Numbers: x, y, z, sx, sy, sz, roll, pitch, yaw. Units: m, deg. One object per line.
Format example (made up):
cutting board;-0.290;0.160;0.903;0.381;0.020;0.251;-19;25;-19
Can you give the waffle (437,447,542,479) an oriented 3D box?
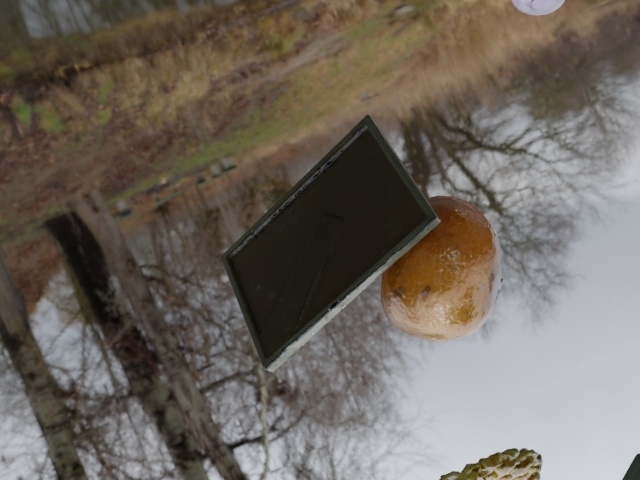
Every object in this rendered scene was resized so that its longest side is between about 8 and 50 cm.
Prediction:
waffle;0.333;0.509;1.662;0.262;0.280;0.060;-18;-129;2

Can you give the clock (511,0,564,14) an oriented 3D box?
clock;0.326;-0.462;1.050;0.296;0.113;0.322;-23;147;30

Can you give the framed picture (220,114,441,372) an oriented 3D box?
framed picture;0.000;0.000;1.197;0.335;0.247;0.022;-44;135;17

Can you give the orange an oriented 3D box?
orange;0.180;0.042;1.184;0.170;0.223;0.224;16;-164;11

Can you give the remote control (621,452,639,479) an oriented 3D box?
remote control;0.373;0.445;1.013;0.344;0.145;0.050;-59;-167;-6
